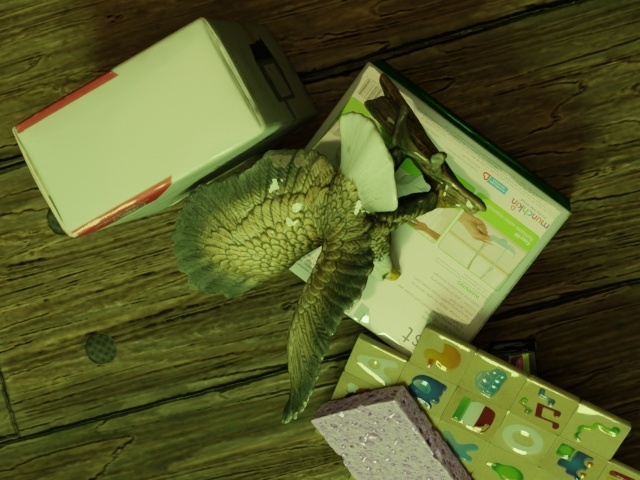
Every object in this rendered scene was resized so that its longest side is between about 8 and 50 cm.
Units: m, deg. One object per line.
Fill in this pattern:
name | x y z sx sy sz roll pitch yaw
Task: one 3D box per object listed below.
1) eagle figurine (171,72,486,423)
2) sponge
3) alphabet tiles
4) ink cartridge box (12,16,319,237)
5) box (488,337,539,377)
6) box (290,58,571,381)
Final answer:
eagle figurine | 0.006 0.007 1.624 0.298 0.226 0.225 -37 109 5
sponge | 0.093 0.248 1.785 0.117 0.031 0.210 -18 118 37
alphabet tiles | 0.170 0.227 1.759 0.342 0.011 0.285 26 135 5
ink cartridge box | -0.148 -0.119 1.694 0.226 0.306 0.131 -29 92 10
box | 0.208 0.143 1.785 0.052 0.083 0.062 -6 96 10
box | 0.093 -0.023 1.761 0.262 0.127 0.231 36 101 3
